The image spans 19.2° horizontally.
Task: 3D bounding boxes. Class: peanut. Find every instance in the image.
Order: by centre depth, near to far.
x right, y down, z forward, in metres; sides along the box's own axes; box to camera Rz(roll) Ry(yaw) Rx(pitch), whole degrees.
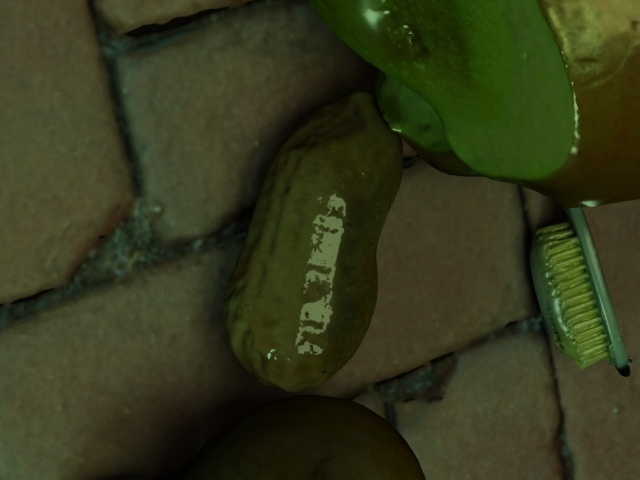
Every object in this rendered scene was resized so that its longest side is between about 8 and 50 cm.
[{"bbox_3d":[0.000,0.000,1.438,0.120,0.110,0.236,21,83,-27],"label":"peanut"}]

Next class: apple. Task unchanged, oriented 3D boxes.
[{"bbox_3d":[0.163,-0.193,1.347,0.384,0.374,0.374,-3,106,1],"label":"apple"}]

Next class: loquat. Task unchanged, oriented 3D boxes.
[{"bbox_3d":[-0.016,0.206,1.427,0.227,0.179,0.179,4,102,-59],"label":"loquat"}]

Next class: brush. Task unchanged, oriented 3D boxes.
[{"bbox_3d":[0.195,-0.013,1.570,0.060,0.068,0.296,-17,108,-1],"label":"brush"}]

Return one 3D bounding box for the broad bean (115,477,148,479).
[{"bbox_3d":[-0.150,0.270,1.441,0.124,0.082,0.174,-26,103,-23],"label":"broad bean"}]
